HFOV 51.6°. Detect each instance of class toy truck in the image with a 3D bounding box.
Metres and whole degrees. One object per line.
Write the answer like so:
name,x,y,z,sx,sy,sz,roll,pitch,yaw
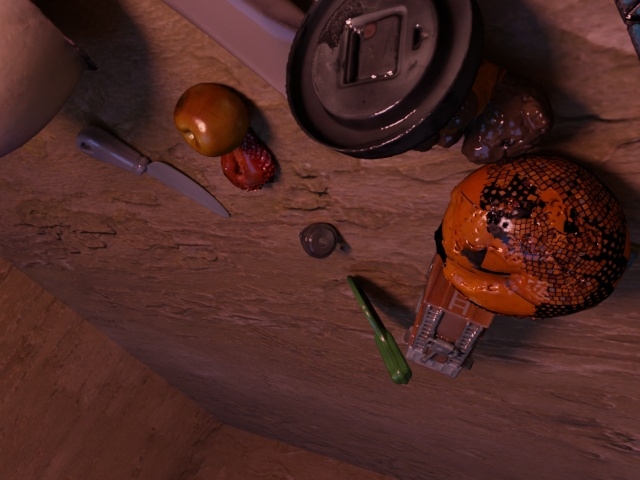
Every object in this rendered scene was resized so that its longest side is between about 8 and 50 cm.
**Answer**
toy truck,0.222,0.127,1.110,0.136,0.162,0.305,22,153,11

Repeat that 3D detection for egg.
egg,-0.550,-0.239,0.897,0.354,0.340,0.354,41,175,5

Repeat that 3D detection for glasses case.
glasses case,-0.126,-0.303,0.776,0.308,0.083,0.128,36,146,-14

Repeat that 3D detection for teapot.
teapot,0.000,0.000,1.221,0.088,0.066,0.057,17,-178,-31

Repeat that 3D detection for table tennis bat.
table tennis bat,0.111,0.168,1.265,0.160,0.039,0.257,55,-173,-43

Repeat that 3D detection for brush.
brush,0.419,0.034,0.919,0.019,0.021,0.083,19,153,12

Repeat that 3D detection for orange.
orange,0.262,-0.002,0.828,0.235,0.182,0.234,21,141,18

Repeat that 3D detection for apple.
apple,-0.165,-0.182,0.999,0.114,0.102,0.099,40,150,-7

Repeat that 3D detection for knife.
knife,-0.321,-0.135,1.308,0.332,0.044,0.080,27,147,-10

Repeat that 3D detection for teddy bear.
teddy bear,0.162,-0.149,0.741,0.190,0.140,0.177,19,-177,0

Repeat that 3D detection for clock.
clock,0.061,-0.186,0.669,0.215,0.214,0.042,5,171,38

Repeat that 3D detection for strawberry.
strawberry,-0.128,-0.132,1.115,0.104,0.048,0.152,12,152,23

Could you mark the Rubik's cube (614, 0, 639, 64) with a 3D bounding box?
Rubik's cube,0.380,-0.170,0.579,0.178,0.211,0.190,-20,162,31
